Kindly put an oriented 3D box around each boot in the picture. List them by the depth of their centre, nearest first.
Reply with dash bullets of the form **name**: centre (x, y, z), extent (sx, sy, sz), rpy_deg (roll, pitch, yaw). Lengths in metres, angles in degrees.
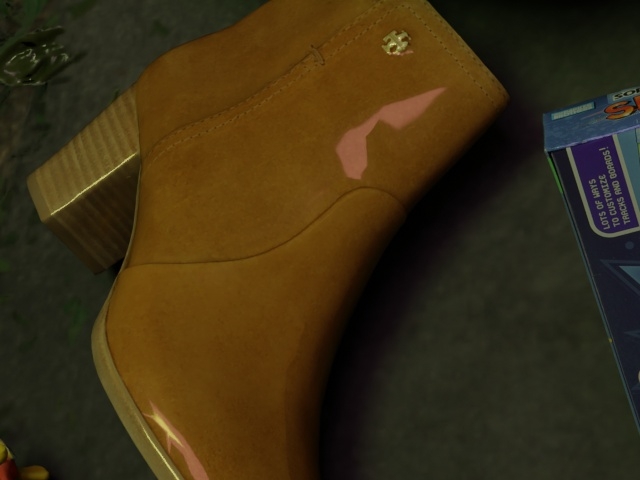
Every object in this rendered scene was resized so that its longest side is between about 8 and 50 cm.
- **boot**: centre (0.000, 0.000, 0.664), extent (0.211, 0.104, 0.295), rpy_deg (-35, 54, 3)

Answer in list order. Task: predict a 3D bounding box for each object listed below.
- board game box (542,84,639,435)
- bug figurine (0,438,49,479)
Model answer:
- **board game box**: centre (0.172, 0.030, 0.533), extent (0.136, 0.201, 0.035), rpy_deg (-15, 25, 14)
- **bug figurine**: centre (-0.160, 0.155, 0.581), extent (0.216, 0.072, 0.279), rpy_deg (-23, 25, -32)
